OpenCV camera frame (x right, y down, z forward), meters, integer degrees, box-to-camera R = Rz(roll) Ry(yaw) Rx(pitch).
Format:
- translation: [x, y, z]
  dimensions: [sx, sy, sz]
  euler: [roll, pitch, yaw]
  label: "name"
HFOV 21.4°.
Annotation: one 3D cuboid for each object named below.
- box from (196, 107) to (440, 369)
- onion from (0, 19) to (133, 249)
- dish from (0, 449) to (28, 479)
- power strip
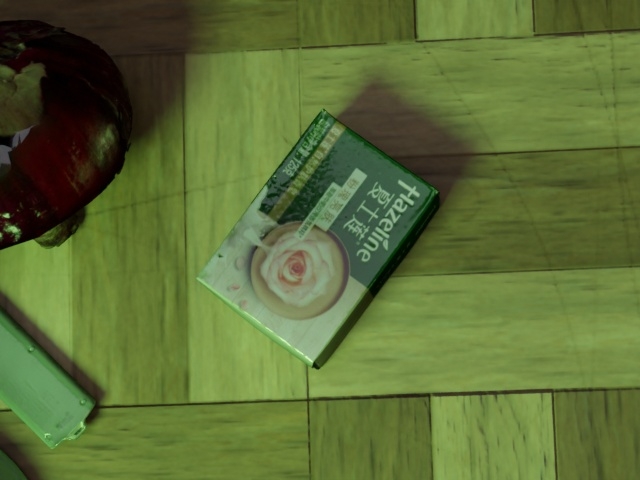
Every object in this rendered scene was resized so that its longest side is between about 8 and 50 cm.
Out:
- translation: [0.000, 0.000, 1.539]
  dimensions: [0.135, 0.081, 0.199]
  euler: [35, 88, 10]
  label: "box"
- translation: [-0.280, -0.078, 1.522]
  dimensions: [0.252, 0.219, 0.252]
  euler: [-21, 36, 16]
  label: "onion"
- translation: [-0.385, 0.292, 1.511]
  dimensions: [0.303, 0.120, 0.303]
  euler: [-1, 82, 5]
  label: "dish"
- translation: [-0.309, 0.095, 1.579]
  dimensions: [0.253, 0.027, 0.060]
  euler: [43, 88, 10]
  label: "power strip"
